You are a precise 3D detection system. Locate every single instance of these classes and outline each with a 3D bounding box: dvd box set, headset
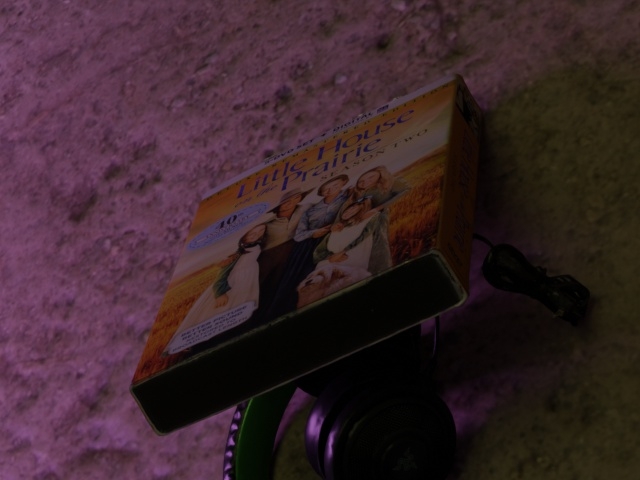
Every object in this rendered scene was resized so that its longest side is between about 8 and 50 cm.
[{"bbox_3d":[0.000,0.000,1.848,0.307,0.062,0.420,-24,20,17],"label":"dvd box set"},{"bbox_3d":[0.066,0.145,1.846,0.394,0.185,0.243,-48,37,28],"label":"headset"}]
